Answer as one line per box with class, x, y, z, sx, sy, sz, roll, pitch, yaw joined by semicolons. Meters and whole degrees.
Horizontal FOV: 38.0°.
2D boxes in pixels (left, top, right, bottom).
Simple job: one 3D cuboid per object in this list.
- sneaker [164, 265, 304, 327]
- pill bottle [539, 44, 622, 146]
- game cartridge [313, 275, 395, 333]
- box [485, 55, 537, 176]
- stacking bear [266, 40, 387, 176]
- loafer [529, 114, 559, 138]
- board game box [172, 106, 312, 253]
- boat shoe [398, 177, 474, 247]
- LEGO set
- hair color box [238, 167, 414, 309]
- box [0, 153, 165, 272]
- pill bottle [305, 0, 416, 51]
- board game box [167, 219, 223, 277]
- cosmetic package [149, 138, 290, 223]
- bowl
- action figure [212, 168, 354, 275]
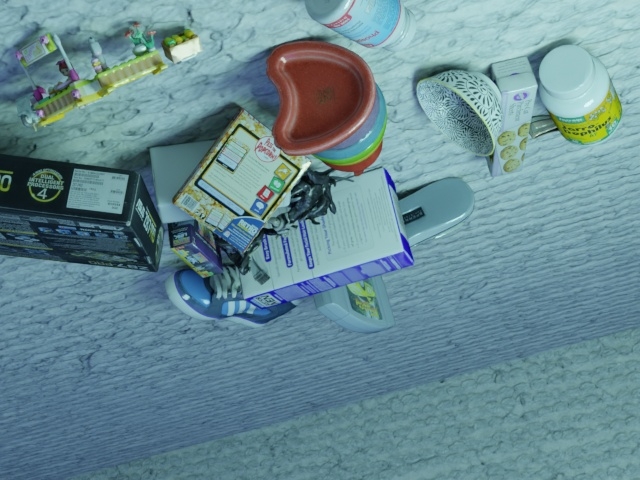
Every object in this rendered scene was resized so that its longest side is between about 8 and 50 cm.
sneaker;-0.160;0.085;2.090;0.236;0.130;0.323;-37;143;27
pill bottle;0.442;-0.249;1.591;0.117;0.118;0.208;-20;155;20
game cartridge;0.073;0.115;2.156;0.060;0.196;0.294;-24;155;27
box;0.340;-0.215;1.689;0.067;0.063;0.324;-13;157;1
stacking bear;0.030;-0.189;1.502;0.164;0.175;0.289;-8;167;10
loafer;0.453;-0.218;1.767;0.125;0.039;0.045;-9;156;-5
board game box;-0.130;-0.099;1.540;0.147;0.045;0.193;37;95;-15
boat shoe;0.153;-0.020;1.990;0.367;0.136;0.156;-23;159;2
LEGO set;-0.316;-0.252;1.295;0.287;0.107;0.132;-22;-170;13
hair color box;0.000;0.000;1.868;0.338;0.185;0.110;-16;158;11
box;-0.464;-0.043;1.480;0.395;0.097;0.318;6;163;0
pill bottle;0.060;-0.318;1.287;0.087;0.087;0.160;-29;152;34
board game box;-0.238;-0.024;1.756;0.048;0.141;0.170;-15;157;9
cosmetic package;-0.174;-0.110;1.621;0.231;0.117;0.085;-8;158;-6
bowl;0.248;-0.229;1.547;0.080;0.170;0.170;-46;160;-11
action figure;-0.078;-0.068;1.748;0.275;0.141;0.164;-39;147;-3
